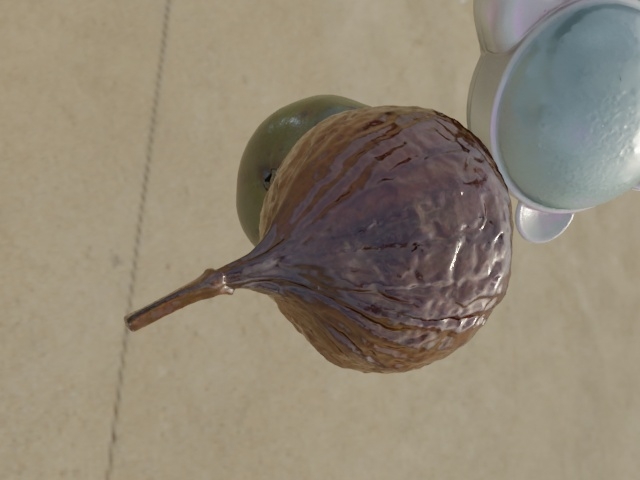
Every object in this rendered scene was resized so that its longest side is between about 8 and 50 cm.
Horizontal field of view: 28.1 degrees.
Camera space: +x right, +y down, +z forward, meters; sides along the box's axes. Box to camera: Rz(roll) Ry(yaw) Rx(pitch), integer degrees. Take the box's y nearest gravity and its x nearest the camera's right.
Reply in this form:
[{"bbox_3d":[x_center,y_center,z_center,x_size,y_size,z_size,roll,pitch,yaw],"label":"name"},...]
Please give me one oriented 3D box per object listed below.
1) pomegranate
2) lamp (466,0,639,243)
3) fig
[{"bbox_3d":[0.026,-0.049,1.262,0.225,0.187,0.187,9,74,-53],"label":"pomegranate"},{"bbox_3d":[0.199,-0.125,0.986,0.179,0.108,0.246,-28,117,-19],"label":"lamp"},{"bbox_3d":[0.000,0.000,0.658,0.201,0.134,0.146,-2,79,-41],"label":"fig"}]
